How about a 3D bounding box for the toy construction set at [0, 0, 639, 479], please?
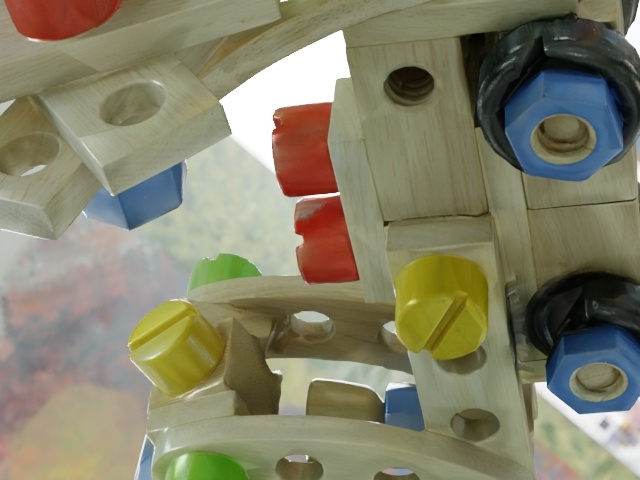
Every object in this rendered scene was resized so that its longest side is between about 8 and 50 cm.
[{"bbox_3d":[0.000,0.000,0.559,0.327,0.215,0.151,68,-160,-55],"label":"toy construction set"}]
